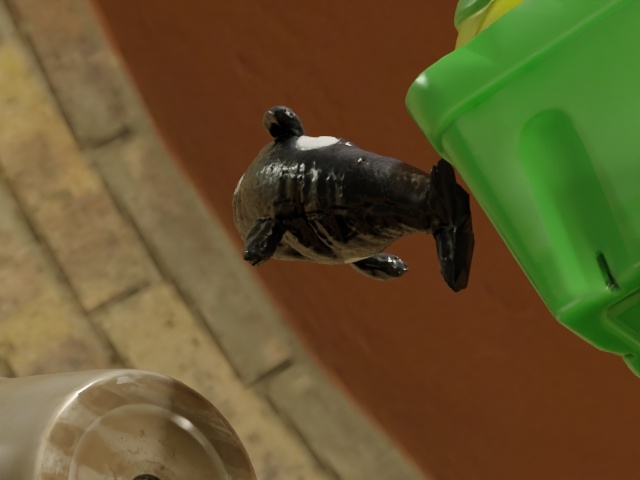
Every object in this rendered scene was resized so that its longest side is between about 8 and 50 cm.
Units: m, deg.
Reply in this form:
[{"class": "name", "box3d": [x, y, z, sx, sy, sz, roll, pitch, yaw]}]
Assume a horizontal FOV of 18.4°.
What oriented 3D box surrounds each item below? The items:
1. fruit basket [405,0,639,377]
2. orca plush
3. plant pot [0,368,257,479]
[{"class": "fruit basket", "box3d": [0.223, -0.072, 1.164, 0.283, 0.392, 0.392, -33, -91, 25]}, {"class": "orca plush", "box3d": [0.000, 0.000, 1.379, 0.287, 0.102, 0.151, 23, -33, 52]}, {"class": "plant pot", "box3d": [-0.196, 0.227, 1.461, 0.280, 0.323, 0.323, -29, -88, 46]}]
